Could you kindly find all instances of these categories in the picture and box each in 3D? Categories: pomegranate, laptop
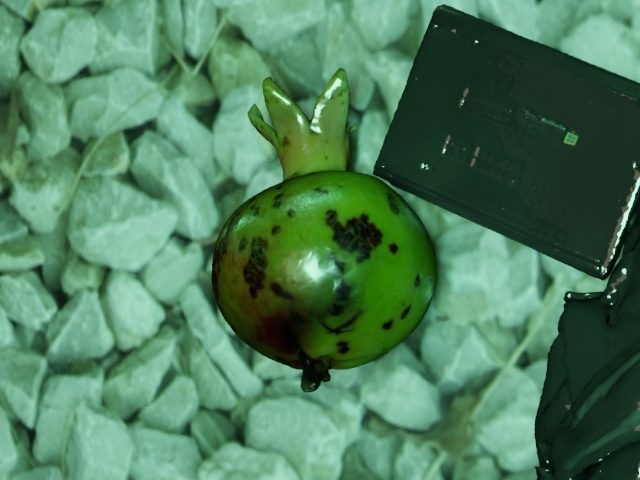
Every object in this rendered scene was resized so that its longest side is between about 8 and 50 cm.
[{"bbox_3d":[-0.008,-0.010,1.100,0.156,0.156,0.220,-20,85,29],"label":"pomegranate"},{"bbox_3d":[0.137,-0.071,1.092,0.197,0.016,0.135,26,103,26],"label":"laptop"}]

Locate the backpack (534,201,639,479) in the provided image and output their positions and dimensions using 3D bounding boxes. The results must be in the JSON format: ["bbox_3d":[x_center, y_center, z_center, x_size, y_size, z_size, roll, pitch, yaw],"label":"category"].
[{"bbox_3d":[0.304,0.038,0.863,0.363,0.255,0.445,7,81,31],"label":"backpack"}]
